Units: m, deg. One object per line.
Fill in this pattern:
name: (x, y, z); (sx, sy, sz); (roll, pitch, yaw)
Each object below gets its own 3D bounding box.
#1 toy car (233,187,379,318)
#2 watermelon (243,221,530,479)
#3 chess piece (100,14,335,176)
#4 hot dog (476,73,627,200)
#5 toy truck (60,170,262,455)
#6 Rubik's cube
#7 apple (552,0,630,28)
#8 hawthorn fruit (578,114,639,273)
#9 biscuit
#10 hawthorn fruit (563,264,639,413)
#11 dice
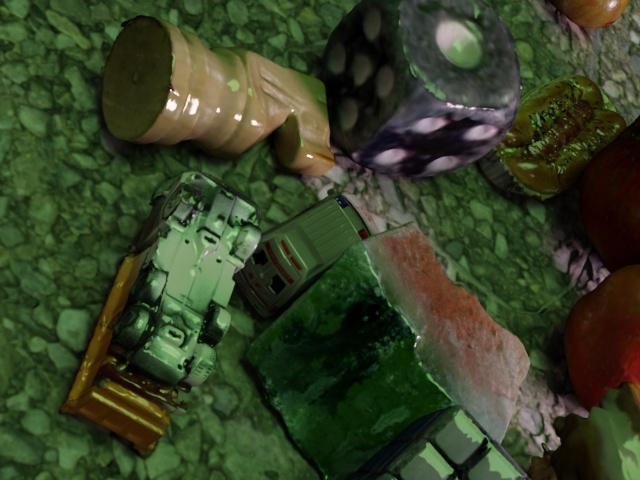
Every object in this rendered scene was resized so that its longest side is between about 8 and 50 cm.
toy car: (0.000, 0.000, 1.749); (0.209, 0.108, 0.089); (-30, 83, -44)
watermelon: (0.096, 0.115, 1.712); (0.264, 0.151, 0.302); (51, 47, -5)
chess piece: (-0.096, -0.155, 1.783); (0.301, 0.137, 0.137); (9, 58, -45)
hot dog: (0.308, -0.134, 2.083); (0.268, 0.075, 0.144); (-32, 85, -45)
toy truck: (-0.152, 0.066, 1.586); (0.114, 0.135, 0.270); (33, 53, -19)
Rubik's cube: (0.102, 0.317, 1.489); (0.237, 0.237, 0.238); (-41, 88, -11)
apple: (0.386, -0.365, 2.264); (0.126, 0.102, 0.126); (19, 53, -27)
hawthorn fruit: (0.475, -0.023, 2.024); (0.307, 0.265, 0.265); (57, 38, -36)
biscuit: (0.304, 0.307, 1.638); (0.115, 0.366, 0.268); (-15, 73, -1)
hawthorn fruit: (0.383, 0.151, 1.889); (0.196, 0.196, 0.225); (25, 58, -23)
dice: (0.118, -0.189, 1.903); (0.182, 0.183, 0.181); (8, 61, -32)
